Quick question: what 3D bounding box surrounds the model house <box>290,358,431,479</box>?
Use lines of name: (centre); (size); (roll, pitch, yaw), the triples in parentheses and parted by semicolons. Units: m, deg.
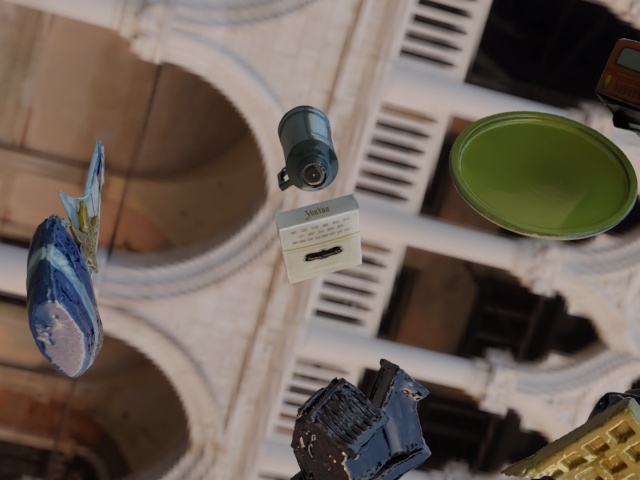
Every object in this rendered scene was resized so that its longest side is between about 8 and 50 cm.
model house: (0.048, 0.240, 1.796); (0.141, 0.203, 0.164); (-9, -74, 49)

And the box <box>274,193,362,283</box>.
box: (0.000, 0.000, 1.550); (0.167, 0.090, 0.024); (83, -9, -68)

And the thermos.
thermos: (-0.020, -0.115, 1.825); (0.187, 0.083, 0.073); (-102, -178, -68)

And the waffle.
waffle: (0.300, 0.255, 1.507); (0.191, 0.125, 0.032); (-42, -174, 37)

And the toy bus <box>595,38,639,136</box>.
toy bus: (0.455, -0.155, 1.790); (0.409, 0.093, 0.092); (19, 92, -62)

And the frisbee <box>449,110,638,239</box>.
frisbee: (0.273, -0.081, 1.712); (0.236, 0.236, 0.017); (-90, -175, -47)

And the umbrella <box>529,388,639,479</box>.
umbrella: (0.344, 0.324, 1.917); (0.340, 0.118, 0.118); (-41, -158, 13)

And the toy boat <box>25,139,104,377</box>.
toy boat: (-0.264, 0.002, 1.499); (0.291, 0.067, 0.220); (-92, 179, -45)
